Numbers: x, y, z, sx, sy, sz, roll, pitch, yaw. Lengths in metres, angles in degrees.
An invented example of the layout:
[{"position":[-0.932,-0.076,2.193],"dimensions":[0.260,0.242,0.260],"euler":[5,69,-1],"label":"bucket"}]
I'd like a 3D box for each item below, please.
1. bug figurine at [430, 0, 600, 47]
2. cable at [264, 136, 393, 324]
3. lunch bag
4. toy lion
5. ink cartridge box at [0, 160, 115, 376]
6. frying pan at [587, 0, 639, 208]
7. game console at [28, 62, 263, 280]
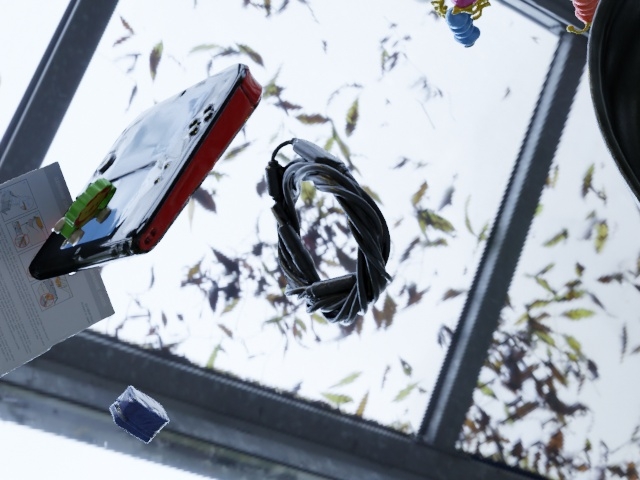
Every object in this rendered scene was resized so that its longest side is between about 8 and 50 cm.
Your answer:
[{"position":[0.274,-0.351,1.273],"dimensions":[0.279,0.072,0.216],"euler":[-4,-20,31],"label":"bug figurine"},{"position":[0.000,0.000,0.759],"dimensions":[0.047,0.184,0.150],"euler":[-8,-63,-30],"label":"cable"},{"position":[-0.327,0.311,1.575],"dimensions":[0.065,0.067,0.098],"euler":[-49,-59,0],"label":"lunch bag"},{"position":[-0.286,-0.045,1.105],"dimensions":[0.034,0.100,0.096],"euler":[40,-55,-1],"label":"toy lion"},{"position":[-0.503,0.049,1.437],"dimensions":[0.261,0.066,0.296],"euler":[-29,-63,-31],"label":"ink cartridge box"},{"position":[0.204,-0.103,0.363],"dimensions":[0.197,0.326,0.053],"euler":[10,-27,1],"label":"frying pan"},{"position":[-0.266,-0.098,1.315],"dimensions":[0.060,0.387,0.342],"euler":[46,-122,-23],"label":"game console"}]
